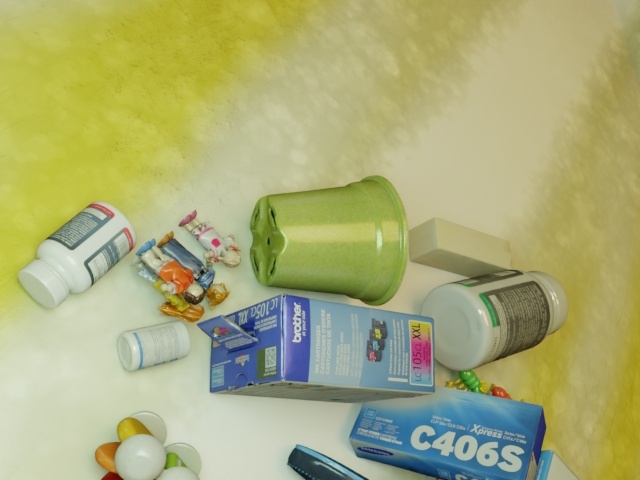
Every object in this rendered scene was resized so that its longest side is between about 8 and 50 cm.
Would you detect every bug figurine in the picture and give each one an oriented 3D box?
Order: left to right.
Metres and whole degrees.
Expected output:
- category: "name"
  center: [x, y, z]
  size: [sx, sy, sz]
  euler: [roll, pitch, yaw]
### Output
- category: "bug figurine"
  center: [0.369, 0.415, 1.541]
  size: [0.216, 0.072, 0.279]
  euler: [47, 50, -11]

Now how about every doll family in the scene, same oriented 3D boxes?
- category: "doll family"
  center: [-0.245, 0.063, 1.221]
  size: [0.163, 0.118, 0.263]
  euler: [45, 26, -3]

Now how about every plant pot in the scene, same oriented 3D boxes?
- category: "plant pot"
  center: [0.000, 0.000, 1.346]
  size: [0.254, 0.276, 0.276]
  euler: [0, 70, -26]

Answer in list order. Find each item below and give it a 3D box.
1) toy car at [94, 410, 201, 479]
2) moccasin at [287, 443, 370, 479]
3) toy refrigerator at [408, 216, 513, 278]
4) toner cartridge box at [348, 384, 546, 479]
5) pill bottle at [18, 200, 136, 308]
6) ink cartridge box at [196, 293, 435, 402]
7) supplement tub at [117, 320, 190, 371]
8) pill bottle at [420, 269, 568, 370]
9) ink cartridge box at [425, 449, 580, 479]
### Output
- category: "toy car"
  center: [-0.275, 0.371, 1.042]
  size: [0.136, 0.159, 0.182]
  euler: [-45, 102, -5]
- category: "moccasin"
  center: [0.078, 0.504, 1.212]
  size: [0.342, 0.138, 0.117]
  euler: [32, 77, 4]
- category: "toy refrigerator"
  center: [0.360, 0.023, 1.690]
  size: [0.269, 0.102, 0.094]
  euler: [14, 62, -31]
- category: "toner cartridge box"
  center: [0.246, 0.376, 1.294]
  size: [0.165, 0.348, 0.075]
  euler: [-59, 141, -39]
- category: "pill bottle"
  center: [-0.407, 0.025, 1.105]
  size: [0.108, 0.108, 0.180]
  euler: [48, 50, -10]
- category: "ink cartridge box"
  center: [-0.024, 0.206, 1.199]
  size: [0.395, 0.270, 0.151]
  euler: [11, 69, -33]
- category: "supplement tub"
  center: [-0.289, 0.182, 1.147]
  size: [0.107, 0.071, 0.071]
  euler: [-8, 75, -38]
- category: "pill bottle"
  center: [0.431, 0.181, 1.606]
  size: [0.361, 0.204, 0.204]
  euler: [-7, 75, -38]
- category: "ink cartridge box"
  center: [0.338, 0.551, 1.300]
  size: [0.129, 0.307, 0.223]
  euler: [46, 50, -15]
